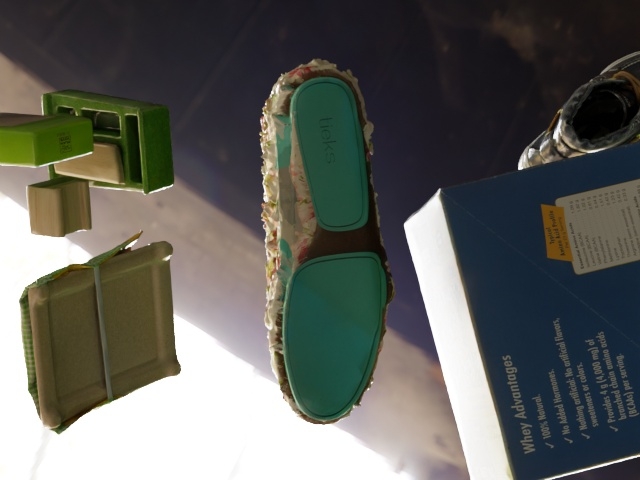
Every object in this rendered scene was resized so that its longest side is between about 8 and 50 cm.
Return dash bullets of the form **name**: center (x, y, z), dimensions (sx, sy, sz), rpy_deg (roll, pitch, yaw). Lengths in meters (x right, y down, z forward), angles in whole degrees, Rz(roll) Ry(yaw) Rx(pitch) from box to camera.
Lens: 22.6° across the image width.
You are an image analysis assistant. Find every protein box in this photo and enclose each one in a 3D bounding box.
- **protein box**: center (0.186, 0.047, 1.084), dimensions (0.201, 0.199, 0.136), rpy_deg (-13, -6, -8)

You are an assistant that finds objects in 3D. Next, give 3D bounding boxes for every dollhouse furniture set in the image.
- **dollhouse furniture set**: center (-0.262, 0.015, 1.618), dimensions (0.151, 0.198, 0.301), rpy_deg (9, -71, 38)

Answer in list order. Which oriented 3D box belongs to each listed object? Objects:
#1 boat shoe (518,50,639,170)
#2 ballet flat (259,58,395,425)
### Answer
- **boat shoe**: center (0.231, -0.102, 1.223), dimensions (0.065, 0.183, 0.083), rpy_deg (46, -31, 6)
- **ballet flat**: center (0.000, 0.000, 1.073), dimensions (0.091, 0.241, 0.077), rpy_deg (0, 5, -16)
